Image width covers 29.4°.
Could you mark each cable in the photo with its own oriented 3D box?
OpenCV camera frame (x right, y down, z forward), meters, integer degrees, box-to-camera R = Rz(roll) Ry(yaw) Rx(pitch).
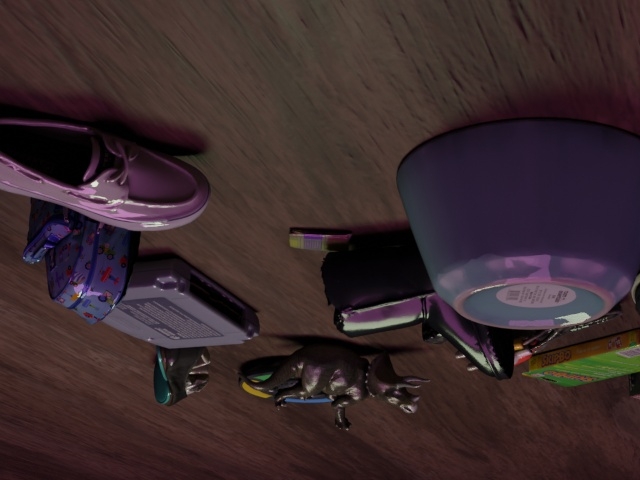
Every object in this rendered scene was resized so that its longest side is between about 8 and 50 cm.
[{"bbox_3d":[0.359,0.157,1.908,0.287,0.072,0.139,-17,157,40],"label":"cable"}]

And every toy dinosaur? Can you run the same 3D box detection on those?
[{"bbox_3d":[0.013,0.230,2.105,0.314,0.121,0.160,20,119,-13],"label":"toy dinosaur"}]

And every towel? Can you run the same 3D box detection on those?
[{"bbox_3d":[0.000,0.000,1.631,0.083,0.009,0.060,3,159,1],"label":"towel"}]

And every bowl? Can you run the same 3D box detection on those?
[{"bbox_3d":[0.241,0.001,1.399,0.312,0.163,0.311,3,160,1],"label":"bowl"}]

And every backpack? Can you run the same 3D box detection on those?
[{"bbox_3d":[-0.284,0.006,1.454,0.117,0.173,0.158,14,157,-27],"label":"backpack"}]

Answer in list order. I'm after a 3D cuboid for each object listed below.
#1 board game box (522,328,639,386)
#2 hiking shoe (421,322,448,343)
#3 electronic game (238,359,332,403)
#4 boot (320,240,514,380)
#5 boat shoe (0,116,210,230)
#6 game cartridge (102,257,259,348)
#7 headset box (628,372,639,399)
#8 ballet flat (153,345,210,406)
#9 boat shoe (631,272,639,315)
[{"bbox_3d":[0.475,0.204,2.066,0.124,0.039,0.259,19,151,-34],"label":"board game box"},{"bbox_3d":[0.229,0.105,1.768,0.114,0.086,0.227,14,155,-19],"label":"hiking shoe"},{"bbox_3d":[-0.039,0.269,2.274,0.229,0.048,0.229,3,158,1],"label":"electronic game"},{"bbox_3d":[0.131,0.099,1.644,0.207,0.094,0.246,-14,120,27],"label":"boot"},{"bbox_3d":[-0.247,-0.082,1.346,0.268,0.096,0.088,17,160,-13],"label":"boat shoe"},{"bbox_3d":[-0.241,0.100,1.858,0.196,0.060,0.294,-10,156,20],"label":"game cartridge"},{"bbox_3d":[0.571,0.247,2.129,0.083,0.062,0.032,16,154,-33],"label":"headset box"},{"bbox_3d":[-0.242,0.228,2.140,0.096,0.095,0.280,-6,160,-11],"label":"ballet flat"},{"bbox_3d":[0.502,0.092,1.665,0.127,0.113,0.340,1,159,2],"label":"boat shoe"}]
